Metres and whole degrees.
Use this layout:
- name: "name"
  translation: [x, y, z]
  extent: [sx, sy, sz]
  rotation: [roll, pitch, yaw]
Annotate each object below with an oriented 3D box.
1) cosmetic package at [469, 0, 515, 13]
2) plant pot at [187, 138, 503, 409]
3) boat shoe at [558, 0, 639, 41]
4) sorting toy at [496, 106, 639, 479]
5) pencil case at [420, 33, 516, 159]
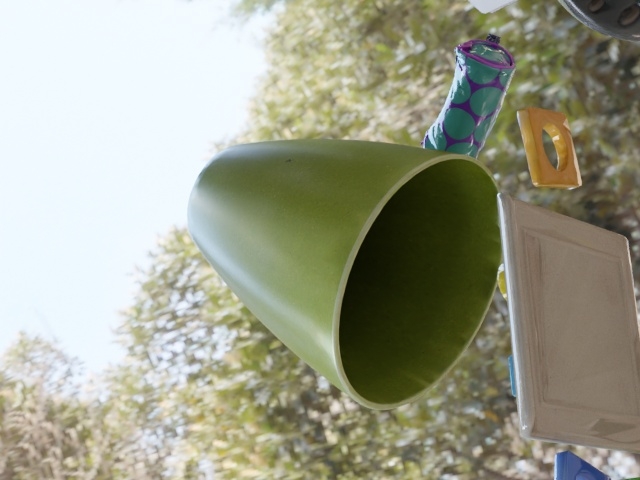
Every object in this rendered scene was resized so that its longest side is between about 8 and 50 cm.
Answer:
- name: "cosmetic package"
  translation: [0.121, -0.310, 0.549]
  extent: [0.197, 0.155, 0.365]
  rotation: [38, -120, -24]
- name: "plant pot"
  translation: [0.000, 0.000, 1.326]
  extent: [0.275, 0.294, 0.274]
  rotation: [-26, -53, -41]
- name: "boat shoe"
  translation: [0.127, -0.269, 0.812]
  extent: [0.324, 0.123, 0.120]
  rotation: [52, -167, -11]
- name: "sorting toy"
  translation: [0.187, 0.068, 0.938]
  extent: [0.196, 0.047, 0.347]
  rotation: [18, -117, -46]
- name: "pencil case"
  translation: [0.163, -0.151, 1.356]
  extent: [0.070, 0.151, 0.064]
  rotation: [30, -139, 14]
